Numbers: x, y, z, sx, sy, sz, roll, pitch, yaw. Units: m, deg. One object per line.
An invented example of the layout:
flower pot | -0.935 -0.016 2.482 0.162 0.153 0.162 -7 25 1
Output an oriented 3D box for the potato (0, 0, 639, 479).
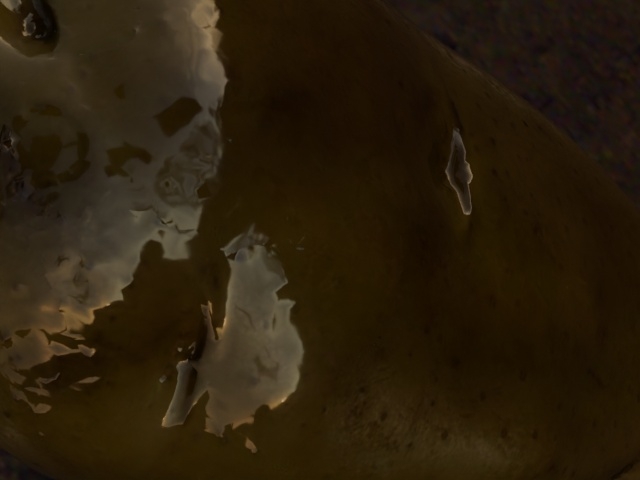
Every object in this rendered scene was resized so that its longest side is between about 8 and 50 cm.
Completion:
potato | 0.000 0.000 0.570 0.195 0.369 0.176 40 106 53
